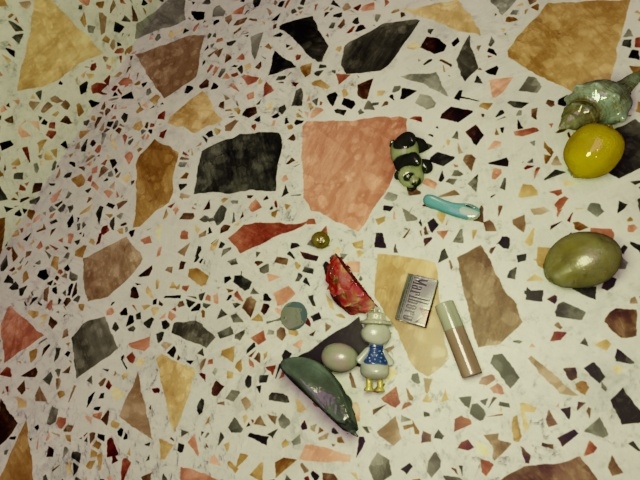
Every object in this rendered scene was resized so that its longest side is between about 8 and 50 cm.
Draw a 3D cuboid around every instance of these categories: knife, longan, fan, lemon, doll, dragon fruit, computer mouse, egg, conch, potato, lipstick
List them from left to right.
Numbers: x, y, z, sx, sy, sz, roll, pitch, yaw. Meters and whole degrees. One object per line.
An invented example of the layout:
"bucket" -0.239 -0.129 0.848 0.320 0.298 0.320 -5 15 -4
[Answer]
"fan" -0.134 0.303 1.817 0.175 0.005 0.113 -16 68 13
"longan" 0.000 0.000 1.838 0.075 0.083 0.075 -1 105 -2
"computer mouse" 0.015 0.521 1.600 0.122 0.188 0.371 -43 61 -14
"egg" 0.069 0.420 1.656 0.135 0.103 0.103 3 73 18
"dragon fruit" 0.081 0.166 1.709 0.126 0.161 0.274 -36 67 1
"doll" 0.193 0.381 1.630 0.138 0.119 0.293 4 77 -6
"doll" 0.351 -0.313 1.807 0.135 0.143 0.234 -27 64 34
"knife" 0.493 -0.127 1.748 0.222 0.031 0.064 21 83 27
"lipstick" 0.468 0.334 1.574 0.070 0.070 0.254 -21 67 10
"potato" 0.845 0.065 1.501 0.235 0.160 0.178 -36 25 18
"lemon" 0.932 -0.303 1.586 0.178 0.178 0.203 38 108 25
"conch" 1.004 -0.494 1.634 0.386 0.169 0.203 -33 78 6

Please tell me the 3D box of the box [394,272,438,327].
"box" 0.350 0.215 1.673 0.115 0.036 0.178 14 76 22
